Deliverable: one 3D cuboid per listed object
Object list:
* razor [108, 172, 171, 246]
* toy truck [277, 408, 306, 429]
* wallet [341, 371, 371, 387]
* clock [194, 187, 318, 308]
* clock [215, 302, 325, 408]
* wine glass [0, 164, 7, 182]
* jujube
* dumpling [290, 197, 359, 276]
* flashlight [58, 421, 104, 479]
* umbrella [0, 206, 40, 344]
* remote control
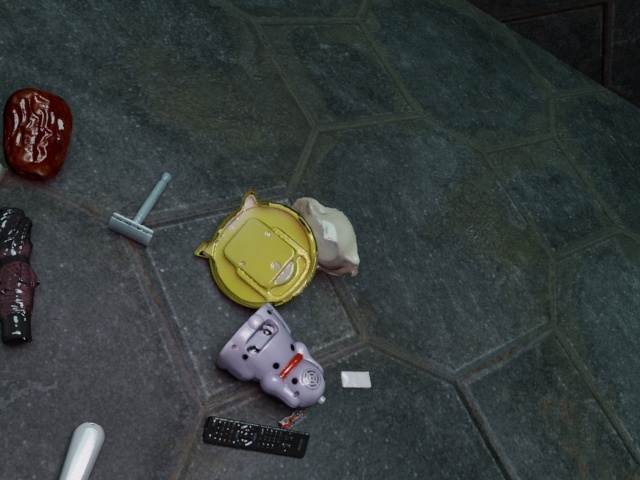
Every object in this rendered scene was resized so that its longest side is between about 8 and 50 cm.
[{"bbox_3d":[-0.445,-0.098,1.419,0.106,0.068,0.231,27,48,-11],"label":"razor"},{"bbox_3d":[-0.070,0.430,1.306,0.083,0.024,0.031,-22,99,-37],"label":"toy truck"},{"bbox_3d":[0.094,0.365,1.438,0.083,0.011,0.044,8,58,-24],"label":"wallet"},{"bbox_3d":[-0.146,0.036,1.416,0.277,0.071,0.293,-44,76,-3],"label":"clock"},{"bbox_3d":[-0.093,0.294,1.281,0.254,0.189,0.189,42,51,3],"label":"clock"},{"bbox_3d":[-0.790,-0.083,1.222,0.074,0.074,0.262,24,51,-13],"label":"wine glass"},{"bbox_3d":[-0.692,-0.257,1.334,0.155,0.155,0.230,8,68,-23],"label":"jujube"},{"bbox_3d":[0.000,0.000,1.502,0.258,0.193,0.147,56,47,-8],"label":"dumpling"},{"bbox_3d":[-0.478,0.455,1.066,0.093,0.047,0.200,20,51,-16],"label":"flashlight"},{"bbox_3d":[-0.656,0.073,1.179,0.090,0.094,0.325,-16,65,-4],"label":"umbrella"},{"bbox_3d":[-0.143,0.447,1.246,0.245,0.025,0.063,17,84,-18],"label":"remote control"}]
